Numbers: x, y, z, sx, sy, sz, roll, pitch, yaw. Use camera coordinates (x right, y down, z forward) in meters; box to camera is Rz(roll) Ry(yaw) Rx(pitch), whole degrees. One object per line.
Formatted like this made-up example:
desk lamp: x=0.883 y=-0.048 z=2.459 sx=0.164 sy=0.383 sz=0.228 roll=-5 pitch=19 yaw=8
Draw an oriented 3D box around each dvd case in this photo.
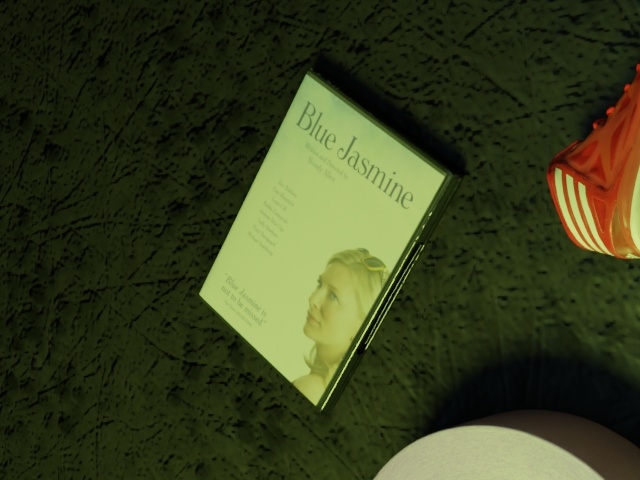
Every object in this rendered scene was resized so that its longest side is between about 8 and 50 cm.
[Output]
dvd case: x=0.000 y=0.000 z=0.986 sx=0.180 sy=0.022 sz=0.253 roll=40 pitch=114 yaw=30

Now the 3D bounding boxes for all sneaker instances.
sneaker: x=0.218 y=-0.095 z=0.779 sx=0.128 sy=0.087 sz=0.221 roll=2 pitch=71 yaw=57

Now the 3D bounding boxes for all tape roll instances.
tape roll: x=0.153 y=0.269 z=0.833 sx=0.275 sy=0.090 sz=0.275 roll=1 pitch=92 yaw=38
